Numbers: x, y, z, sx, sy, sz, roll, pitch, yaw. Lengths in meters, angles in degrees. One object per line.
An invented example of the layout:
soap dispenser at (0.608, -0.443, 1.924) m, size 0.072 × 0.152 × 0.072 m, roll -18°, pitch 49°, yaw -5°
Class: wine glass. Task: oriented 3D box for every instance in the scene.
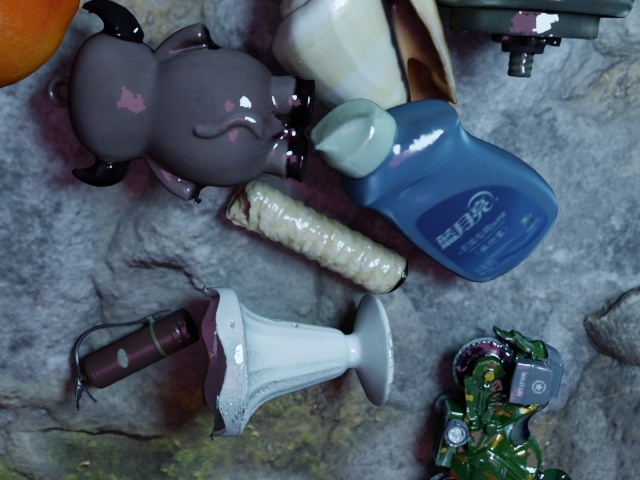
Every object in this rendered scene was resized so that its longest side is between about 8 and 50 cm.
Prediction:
wine glass at (-0.031, 0.124, 0.829) m, size 0.196 × 0.165 × 0.165 m, roll -4°, pitch 108°, yaw -16°

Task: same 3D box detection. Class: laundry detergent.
laundry detergent at (0.116, -0.059, 0.768) m, size 0.289 × 0.094 × 0.143 m, roll 26°, pitch 120°, yaw -38°

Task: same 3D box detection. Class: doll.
doll at (-0.135, -0.128, 0.724) m, size 0.257 × 0.117 × 0.182 m, roll 10°, pitch 104°, yaw 9°

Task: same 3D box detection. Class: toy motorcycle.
toy motorcycle at (0.233, 0.240, 0.920) m, size 0.187 × 0.125 × 0.275 m, roll 8°, pitch 106°, yaw -2°

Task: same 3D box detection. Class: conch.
conch at (0.044, -0.194, 0.772) m, size 0.158 × 0.127 × 0.255 m, roll -35°, pitch 135°, yaw 3°

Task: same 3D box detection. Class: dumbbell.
dumbbell at (0.210, -0.302, 0.709) m, size 0.192 × 0.192 × 0.290 m, roll 2°, pitch 105°, yaw -10°

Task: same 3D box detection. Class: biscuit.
biscuit at (0.000, 0.000, 0.840) m, size 0.219 × 0.055 × 0.061 m, roll 29°, pitch 111°, yaw -16°

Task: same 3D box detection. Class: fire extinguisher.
fire extinguisher at (-0.220, 0.123, 0.853) m, size 0.157 × 0.045 × 0.078 m, roll -27°, pitch 81°, yaw 1°

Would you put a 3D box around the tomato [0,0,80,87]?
tomato at (-0.338, -0.250, 0.645) m, size 0.259 × 0.180 × 0.260 m, roll -3°, pitch 106°, yaw -11°
